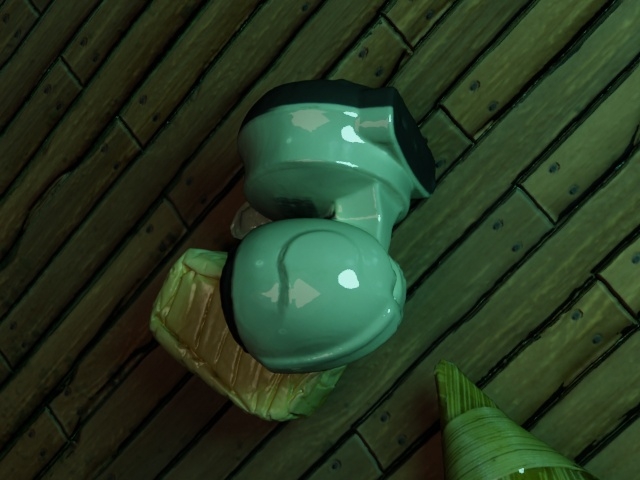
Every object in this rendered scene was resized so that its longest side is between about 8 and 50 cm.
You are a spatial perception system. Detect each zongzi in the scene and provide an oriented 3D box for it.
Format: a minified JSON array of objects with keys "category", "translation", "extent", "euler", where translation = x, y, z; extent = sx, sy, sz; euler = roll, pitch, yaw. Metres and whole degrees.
[{"category":"zongzi","translation":[0.240,0.238,1.172],"extent":[0.286,0.134,0.288],"euler":[-12,75,23]}]

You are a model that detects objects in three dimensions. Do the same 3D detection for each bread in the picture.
[{"category":"bread","translation":[-0.077,0.104,1.365],"extent":[0.236,0.106,0.140],"euler":[34,104,26]}]

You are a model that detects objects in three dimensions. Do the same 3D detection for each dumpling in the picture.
[{"category":"dumpling","translation":[-0.064,-0.026,1.401],"extent":[0.077,0.043,0.059],"euler":[-13,60,33]}]

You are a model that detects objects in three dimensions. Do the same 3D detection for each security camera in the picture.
[{"category":"security camera","translation":[0.000,0.000,1.231],"extent":[0.191,0.197,0.277],"euler":[-3,65,19]}]
